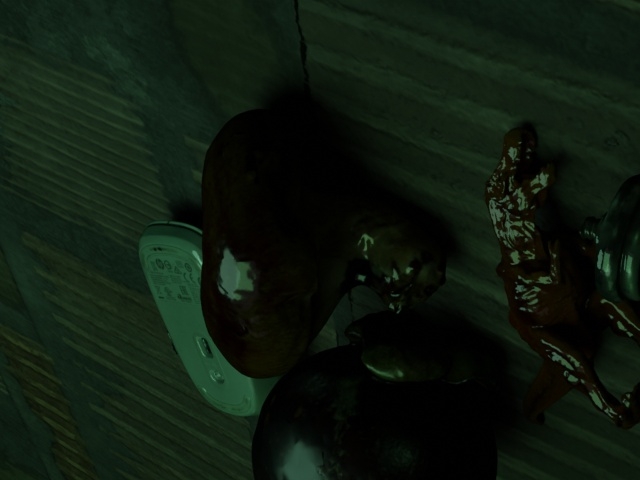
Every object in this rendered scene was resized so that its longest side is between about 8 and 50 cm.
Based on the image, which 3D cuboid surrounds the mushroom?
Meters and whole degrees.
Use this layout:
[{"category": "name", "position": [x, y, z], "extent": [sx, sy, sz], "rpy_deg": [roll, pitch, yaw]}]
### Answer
[{"category": "mushroom", "position": [-0.035, 0.009, 1.450], "extent": [0.254, 0.267, 0.267], "rpy_deg": [17, 160, -26]}]

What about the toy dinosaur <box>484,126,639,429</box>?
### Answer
[{"category": "toy dinosaur", "position": [0.239, 0.095, 1.312], "extent": [0.208, 0.097, 0.432], "rpy_deg": [35, 148, 42]}]

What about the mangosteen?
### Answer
[{"category": "mangosteen", "position": [0.065, 0.220, 1.527], "extent": [0.288, 0.288, 0.288], "rpy_deg": [30, 148, 22]}]

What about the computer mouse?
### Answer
[{"category": "computer mouse", "position": [-0.119, 0.092, 1.735], "extent": [0.159, 0.097, 0.288], "rpy_deg": [5, 122, 49]}]

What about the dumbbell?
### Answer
[{"category": "dumbbell", "position": [0.329, 0.019, 1.112], "extent": [0.254, 0.110, 0.110], "rpy_deg": [16, 141, 28]}]
